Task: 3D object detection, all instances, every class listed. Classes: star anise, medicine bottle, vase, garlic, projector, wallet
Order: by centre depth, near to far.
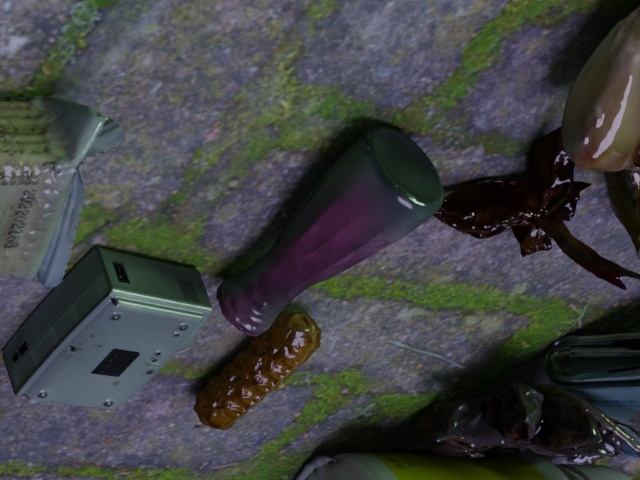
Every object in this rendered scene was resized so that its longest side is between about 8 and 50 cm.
[{"bbox_3d":[0.325,-0.135,1.278,0.217,0.110,0.228,22,121,-15],"label":"garlic"},{"bbox_3d":[0.000,0.000,1.321,0.086,0.086,0.214,15,134,-44],"label":"vase"},{"bbox_3d":[-0.177,0.080,1.334,0.115,0.061,0.147,13,132,-44],"label":"projector"},{"bbox_3d":[0.195,-0.001,1.384,0.140,0.144,0.158,-29,148,22],"label":"star anise"},{"bbox_3d":[0.222,0.195,1.673,0.263,0.081,0.230,2,161,4],"label":"star anise"},{"bbox_3d":[0.364,0.169,1.739,0.176,0.075,0.250,-5,154,28],"label":"wallet"},{"bbox_3d":[0.166,0.338,1.745,0.379,0.213,0.213,5,136,-32],"label":"medicine bottle"}]

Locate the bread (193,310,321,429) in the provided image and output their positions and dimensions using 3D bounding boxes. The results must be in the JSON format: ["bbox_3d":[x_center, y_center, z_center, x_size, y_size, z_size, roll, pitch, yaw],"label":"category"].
[{"bbox_3d":[-0.058,0.120,1.474,0.052,0.044,0.157,20,127,-42],"label":"bread"}]

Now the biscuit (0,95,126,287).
[{"bbox_3d":[-0.305,-0.029,1.091,0.309,0.079,0.186,-2,138,-32],"label":"biscuit"}]

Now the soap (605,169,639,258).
[{"bbox_3d":[0.384,-0.092,1.424,0.258,0.080,0.160,-24,148,-1],"label":"soap"}]
